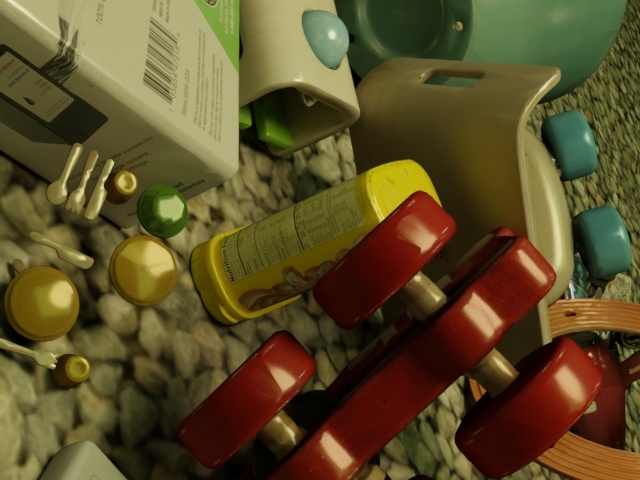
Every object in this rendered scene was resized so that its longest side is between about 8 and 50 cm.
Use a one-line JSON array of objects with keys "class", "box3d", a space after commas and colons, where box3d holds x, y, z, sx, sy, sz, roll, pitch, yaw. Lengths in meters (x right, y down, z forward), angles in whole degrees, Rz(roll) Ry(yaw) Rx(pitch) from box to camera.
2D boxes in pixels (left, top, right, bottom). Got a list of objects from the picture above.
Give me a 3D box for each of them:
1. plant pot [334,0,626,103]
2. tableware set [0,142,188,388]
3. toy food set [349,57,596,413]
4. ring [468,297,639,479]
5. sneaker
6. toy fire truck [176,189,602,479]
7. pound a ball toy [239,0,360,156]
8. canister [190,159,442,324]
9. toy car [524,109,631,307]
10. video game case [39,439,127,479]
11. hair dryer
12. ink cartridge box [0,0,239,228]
[{"class": "plant pot", "box3d": [0.151, -0.269, 1.245, 0.235, 0.293, 0.293, -24, 91, -47]}, {"class": "tableware set", "box3d": [-0.147, 0.020, 0.743, 0.104, 0.024, 0.154, 26, 67, -23]}, {"class": "toy food set", "box3d": [0.142, -0.006, 1.008, 0.092, 0.220, 0.306, -24, 113, -30]}, {"class": "ring", "box3d": [0.327, 0.166, 1.223, 0.336, 0.337, 0.032, -59, 155, -56]}, {"class": "sneaker", "box3d": [0.331, 0.116, 1.482, 0.081, 0.080, 0.211, -13, 90, -22]}, {"class": "toy fire truck", "box3d": [0.043, 0.106, 0.795, 0.169, 0.302, 0.254, 45, 2, 3]}, {"class": "pound a ball toy", "box3d": [-0.031, -0.245, 1.060, 0.208, 0.136, 0.319, 18, 55, -53]}, {"class": "canister", "box3d": [0.000, 0.000, 0.898, 0.126, 0.170, 0.073, -19, 86, -61]}, {"class": "toy car", "box3d": [0.196, -0.004, 1.257, 0.238, 0.219, 0.210, 71, 3, -75]}, {"class": "video game case", "box3d": [-0.108, 0.326, 0.624, 0.300, 0.036, 0.329, 54, 31, -22]}, {"class": "hair dryer", "box3d": [0.395, 0.161, 1.420, 0.224, 0.080, 0.293, 23, 89, -17]}, {"class": "ink cartridge box", "box3d": [-0.182, -0.165, 0.772, 0.273, 0.115, 0.198, 37, 40, -43]}]
